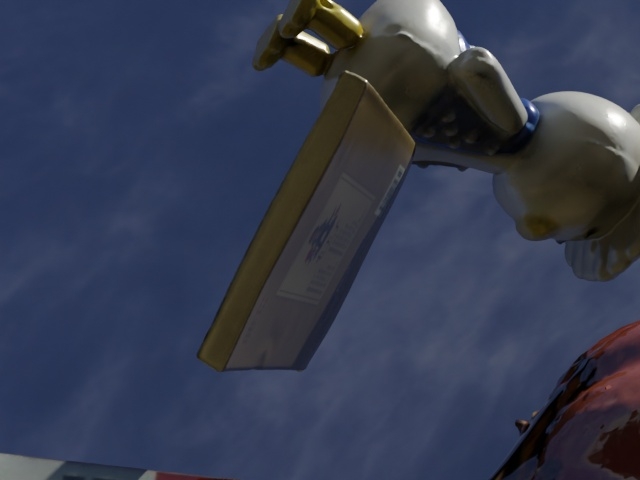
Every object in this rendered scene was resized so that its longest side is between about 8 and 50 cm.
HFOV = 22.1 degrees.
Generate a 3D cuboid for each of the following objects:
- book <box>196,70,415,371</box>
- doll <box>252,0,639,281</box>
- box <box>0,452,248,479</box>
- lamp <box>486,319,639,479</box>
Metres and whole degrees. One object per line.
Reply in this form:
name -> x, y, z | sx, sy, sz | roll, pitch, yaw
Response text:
book -> 0.000, 0.000, 0.772 | 0.016, 0.198, 0.138 | 27, -90, 11
doll -> 0.103, -0.063, 0.957 | 0.293, 0.138, 0.119 | 23, -113, -17
box -> -0.096, 0.137, 0.637 | 0.177, 0.115, 0.036 | 6, -47, -3
lamp -> 0.098, 0.101, 0.499 | 0.140, 0.182, 0.182 | 30, -79, 5
